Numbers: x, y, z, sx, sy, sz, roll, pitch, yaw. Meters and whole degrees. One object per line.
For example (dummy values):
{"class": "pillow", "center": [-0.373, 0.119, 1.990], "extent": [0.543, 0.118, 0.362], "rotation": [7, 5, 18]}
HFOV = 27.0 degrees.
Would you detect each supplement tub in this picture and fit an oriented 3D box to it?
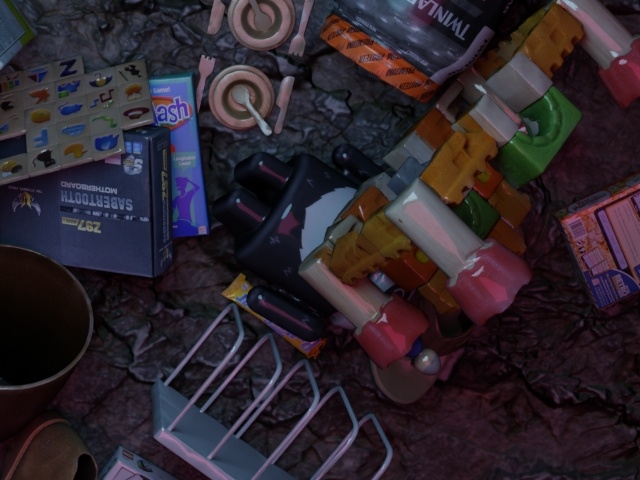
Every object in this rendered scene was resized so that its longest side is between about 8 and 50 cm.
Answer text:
{"class": "supplement tub", "center": [0.154, -0.350, 1.614], "extent": [0.207, 0.207, 0.338], "rotation": [29, 101, -13]}

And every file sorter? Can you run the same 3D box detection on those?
{"class": "file sorter", "center": [-0.063, 0.245, 1.772], "extent": [0.277, 0.193, 0.173], "rotation": [39, 95, -14]}

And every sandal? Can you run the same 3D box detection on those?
{"class": "sandal", "center": [0.166, 0.089, 1.802], "extent": [0.120, 0.086, 0.303], "rotation": [31, 101, -13]}

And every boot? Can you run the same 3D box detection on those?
{"class": "boot", "center": [-0.397, 0.389, 1.801], "extent": [0.112, 0.115, 0.305], "rotation": [7, 112, -53]}

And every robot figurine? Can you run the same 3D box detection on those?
{"class": "robot figurine", "center": [0.002, -0.002, 1.713], "extent": [0.278, 0.173, 0.209], "rotation": [34, 113, -13]}

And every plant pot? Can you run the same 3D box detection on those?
{"class": "plant pot", "center": [-0.416, 0.158, 1.694], "extent": [0.215, 0.215, 0.230], "rotation": [16, 138, -10]}

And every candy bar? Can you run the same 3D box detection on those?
{"class": "candy bar", "center": [-0.061, 0.105, 1.820], "extent": [0.161, 0.018, 0.040], "rotation": [38, 99, -14]}

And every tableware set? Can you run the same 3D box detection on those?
{"class": "tableware set", "center": [-0.087, -0.233, 1.709], "extent": [0.128, 0.039, 0.194], "rotation": [12, 104, -9]}

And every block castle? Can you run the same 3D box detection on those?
{"class": "block castle", "center": [0.206, -0.062, 1.568], "extent": [0.213, 0.303, 0.453], "rotation": [43, 58, -8]}

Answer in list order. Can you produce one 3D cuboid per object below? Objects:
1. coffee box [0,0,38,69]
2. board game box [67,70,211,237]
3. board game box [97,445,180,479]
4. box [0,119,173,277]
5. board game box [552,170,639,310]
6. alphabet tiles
{"class": "coffee box", "center": [-0.570, -0.259, 1.499], "extent": [0.337, 0.334, 0.338], "rotation": [-34, 106, 4]}
{"class": "board game box", "center": [-0.232, -0.106, 1.722], "extent": [0.160, 0.047, 0.210], "rotation": [-6, 106, 0]}
{"class": "board game box", "center": [-0.286, 0.462, 1.879], "extent": [0.193, 0.053, 0.305], "rotation": [33, 100, -14]}
{"class": "box", "center": [-0.300, -0.060, 1.674], "extent": [0.232, 0.059, 0.183], "rotation": [9, 111, 19]}
{"class": "board game box", "center": [0.435, -0.012, 1.822], "extent": [0.193, 0.045, 0.147], "rotation": [-25, 106, 2]}
{"class": "alphabet tiles", "center": [-0.324, -0.155, 1.636], "extent": [0.237, 0.198, 0.009], "rotation": [-14, 137, 0]}
